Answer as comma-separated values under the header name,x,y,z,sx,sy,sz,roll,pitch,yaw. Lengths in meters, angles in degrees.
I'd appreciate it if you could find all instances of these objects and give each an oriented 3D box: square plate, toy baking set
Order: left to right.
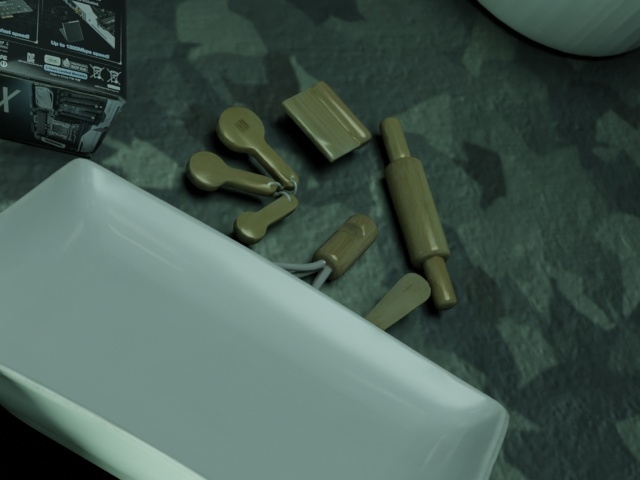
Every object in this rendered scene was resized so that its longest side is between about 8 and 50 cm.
name,x,y,z,sx,sy,sz,roll,pitch,yaw
square plate,-0.060,0.087,1.191,0.347,0.049,0.344,30,19,3
toy baking set,0.006,-0.002,1.415,0.197,0.030,0.256,-6,63,-29

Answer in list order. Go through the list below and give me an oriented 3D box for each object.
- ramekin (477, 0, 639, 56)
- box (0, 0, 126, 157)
name,x,y,z,sx,sy,sz,roll,pitch,yaw
ramekin,0.223,-0.289,1.655,0.277,0.135,0.277,15,54,-21
box,-0.287,-0.205,1.349,0.307,0.076,0.242,11,55,-23
